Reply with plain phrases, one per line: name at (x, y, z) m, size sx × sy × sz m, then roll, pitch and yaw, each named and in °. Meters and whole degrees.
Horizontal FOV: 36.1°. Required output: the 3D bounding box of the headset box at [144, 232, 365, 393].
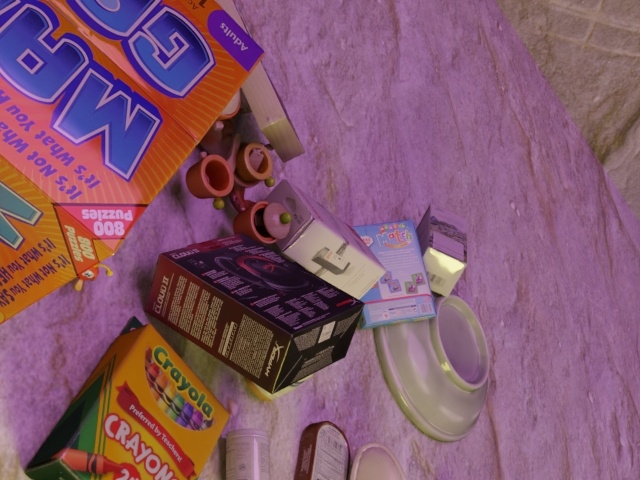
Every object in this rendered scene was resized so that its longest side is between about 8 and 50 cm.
headset box at (-0.114, 0.097, 1.549) m, size 0.293 × 0.110 × 0.218 m, roll 29°, pitch 23°, yaw 24°

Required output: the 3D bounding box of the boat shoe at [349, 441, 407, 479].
boat shoe at (0.107, 0.523, 1.724) m, size 0.117 × 0.096 × 0.324 m, roll -5°, pitch 66°, yaw -14°

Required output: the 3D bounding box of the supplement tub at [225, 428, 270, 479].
supplement tub at (-0.114, 0.356, 1.539) m, size 0.071 × 0.071 × 0.107 m, roll 28°, pitch 49°, yaw -43°

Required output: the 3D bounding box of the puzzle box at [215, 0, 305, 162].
puzzle box at (-0.146, -0.358, 1.794) m, size 0.272 × 0.052 × 0.409 m, roll 47°, pitch 19°, yaw -81°

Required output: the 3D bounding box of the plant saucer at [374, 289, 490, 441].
plant saucer at (0.270, 0.229, 2.126) m, size 0.400 × 0.100 × 0.400 m, roll 31°, pitch 47°, yaw -41°

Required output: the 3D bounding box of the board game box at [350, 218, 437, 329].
board game box at (0.138, 0.067, 2.020) m, size 0.160 × 0.039 × 0.211 m, roll -7°, pitch 74°, yaw -19°

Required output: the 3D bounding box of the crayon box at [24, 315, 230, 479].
crayon box at (-0.251, 0.264, 1.394) m, size 0.202 × 0.081 × 0.318 m, roll 52°, pitch 36°, yaw -21°

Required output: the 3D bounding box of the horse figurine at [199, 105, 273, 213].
horse figurine at (-0.160, -0.177, 1.796) m, size 0.174 × 0.066 × 0.263 m, roll -44°, pitch 114°, yaw -51°

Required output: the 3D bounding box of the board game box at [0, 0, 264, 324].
board game box at (-0.361, -0.172, 1.156) m, size 0.356 × 0.356 × 0.356 m, roll 44°, pitch 51°, yaw -18°

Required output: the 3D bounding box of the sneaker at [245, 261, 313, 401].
sneaker at (-0.033, 0.148, 1.724) m, size 0.112 × 0.131 × 0.296 m, roll 42°, pitch 39°, yaw -29°

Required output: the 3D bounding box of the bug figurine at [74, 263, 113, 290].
bug figurine at (-0.399, -0.061, 1.392) m, size 0.279 × 0.072 × 0.216 m, roll 32°, pitch 46°, yaw -40°

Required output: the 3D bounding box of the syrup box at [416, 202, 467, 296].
syrup box at (0.262, 0.017, 2.171) m, size 0.093 × 0.096 × 0.237 m, roll 25°, pitch 26°, yaw -5°

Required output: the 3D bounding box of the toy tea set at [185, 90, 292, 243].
toy tea set at (-0.145, -0.145, 1.652) m, size 0.336 × 0.124 × 0.200 m, roll 48°, pitch 47°, yaw -28°

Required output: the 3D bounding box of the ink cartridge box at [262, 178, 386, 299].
ink cartridge box at (0.000, 0.000, 1.838) m, size 0.218 × 0.092 × 0.158 m, roll 38°, pitch 10°, yaw -38°

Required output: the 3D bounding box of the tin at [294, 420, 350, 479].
tin at (0.005, 0.403, 1.709) m, size 0.106 × 0.040 × 0.189 m, roll 37°, pitch 43°, yaw -30°
